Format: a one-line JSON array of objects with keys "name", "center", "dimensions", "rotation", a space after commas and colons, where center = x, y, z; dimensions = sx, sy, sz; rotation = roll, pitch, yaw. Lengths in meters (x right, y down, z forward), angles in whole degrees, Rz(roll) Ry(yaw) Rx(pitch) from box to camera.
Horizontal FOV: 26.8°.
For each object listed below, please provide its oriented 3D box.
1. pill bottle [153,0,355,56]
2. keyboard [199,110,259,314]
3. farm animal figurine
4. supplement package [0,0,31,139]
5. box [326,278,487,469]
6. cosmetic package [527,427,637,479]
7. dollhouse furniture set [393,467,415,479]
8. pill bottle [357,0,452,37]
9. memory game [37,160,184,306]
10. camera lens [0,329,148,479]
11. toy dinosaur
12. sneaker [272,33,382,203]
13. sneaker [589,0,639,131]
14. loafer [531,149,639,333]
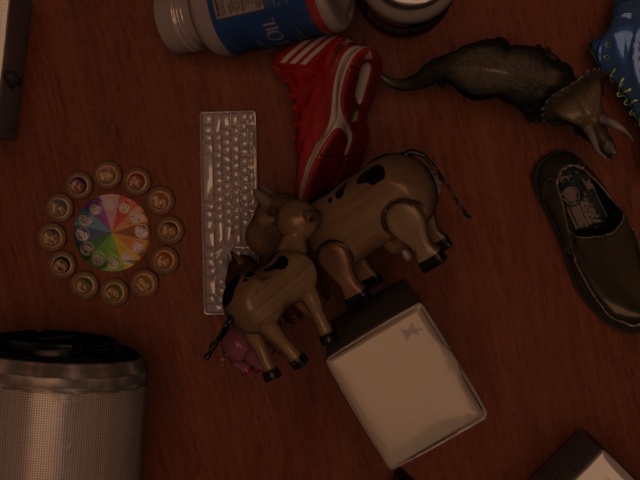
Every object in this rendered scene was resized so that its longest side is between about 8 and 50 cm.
[{"name": "pill bottle", "center": [-0.081, -0.287, 1.601], "dimensions": [0.222, 0.124, 0.124], "rotation": [-9, 92, 23]}, {"name": "keyboard", "center": [-0.114, -0.034, 1.683], "dimensions": [0.072, 0.014, 0.256], "rotation": [-1, 92, 1]}, {"name": "farm animal figurine", "center": [0.000, 0.000, 1.519], "dimensions": [0.327, 0.330, 0.172], "rotation": [-30, 98, 1]}, {"name": "supplement package", "center": [-0.424, -0.218, 1.637], "dimensions": [0.105, 0.105, 0.179], "rotation": [7, 92, 1]}, {"name": "box", "center": [0.090, 0.143, 1.535], "dimensions": [0.121, 0.311, 0.148], "rotation": [-30, 91, 2]}, {"name": "cosmetic package", "center": [0.315, 0.352, 1.619], "dimensions": [0.151, 0.151, 0.183], "rotation": [44, 93, -1]}, {"name": "dollhouse furniture set", "center": [0.106, 0.361, 1.665], "dimensions": [0.114, 0.091, 0.081], "rotation": [43, 107, -3]}, {"name": "pill bottle", "center": [0.102, -0.308, 1.566], "dimensions": [0.121, 0.221, 0.121], "rotation": [0, 92, 1]}, {"name": "memory game", "center": [-0.262, -0.008, 1.687], "dimensions": [0.186, 0.012, 0.186], "rotation": [0, 92, 1]}, {"name": "camera lens", "center": [-0.321, 0.250, 1.593], "dimensions": [0.219, 0.219, 0.274], "rotation": [4, 92, 1]}, {"name": "toy dinosaur", "center": [0.220, -0.199, 1.599], "dimensions": [0.314, 0.160, 0.121], "rotation": [20, 92, -1]}, {"name": "sneaker", "center": [-0.007, -0.156, 1.658], "dimensions": [0.128, 0.087, 0.221], "rotation": [36, 115, 36]}, {"name": "sneaker", "center": [0.391, -0.192, 1.645], "dimensions": [0.126, 0.091, 0.240], "rotation": [7, 92, 19]}, {"name": "loafer", "center": [0.339, 0.005, 1.638], "dimensions": [0.094, 0.087, 0.251], "rotation": [-33, 91, 2]}]
